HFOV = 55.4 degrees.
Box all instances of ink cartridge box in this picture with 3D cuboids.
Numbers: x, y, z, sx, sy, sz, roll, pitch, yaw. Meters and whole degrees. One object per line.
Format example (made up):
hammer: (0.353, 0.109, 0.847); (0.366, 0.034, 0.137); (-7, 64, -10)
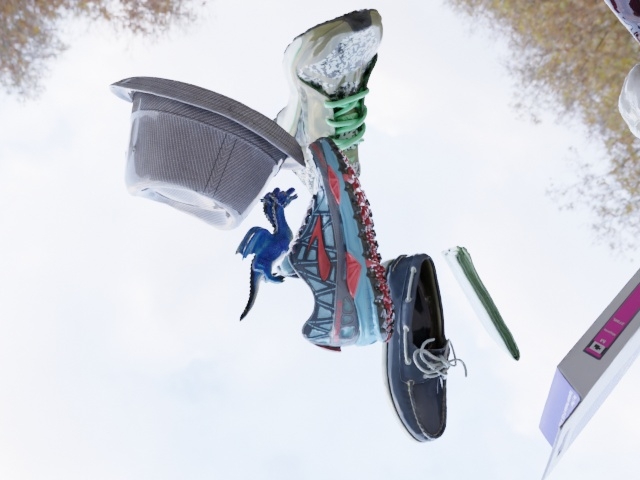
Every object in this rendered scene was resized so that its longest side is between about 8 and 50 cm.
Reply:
ink cartridge box: (0.439, 0.203, 0.968); (0.069, 0.176, 0.371); (30, -125, 33)

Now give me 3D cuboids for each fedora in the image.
fedora: (-0.149, -0.090, 0.730); (0.243, 0.275, 0.124); (23, -97, -32)

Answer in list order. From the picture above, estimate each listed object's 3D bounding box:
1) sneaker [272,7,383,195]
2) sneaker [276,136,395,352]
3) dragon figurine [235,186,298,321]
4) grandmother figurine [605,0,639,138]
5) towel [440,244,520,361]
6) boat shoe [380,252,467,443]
sneaker: (0.033, -0.190, 0.968); (0.158, 0.410, 0.182); (-24, -106, -19)
sneaker: (0.000, 0.000, 0.714); (0.125, 0.104, 0.262); (-16, -111, 12)
dragon figurine: (-0.127, 0.020, 1.296); (0.144, 0.085, 0.289); (40, -96, -20)
grandmother figurine: (0.236, -0.145, 0.326); (0.208, 0.342, 0.104); (42, -92, 23)
towel: (0.344, 0.120, 1.330); (0.038, 0.325, 0.248); (-28, -94, 6)
boat shoe: (0.138, 0.143, 0.817); (0.095, 0.079, 0.255); (3, -102, -40)
